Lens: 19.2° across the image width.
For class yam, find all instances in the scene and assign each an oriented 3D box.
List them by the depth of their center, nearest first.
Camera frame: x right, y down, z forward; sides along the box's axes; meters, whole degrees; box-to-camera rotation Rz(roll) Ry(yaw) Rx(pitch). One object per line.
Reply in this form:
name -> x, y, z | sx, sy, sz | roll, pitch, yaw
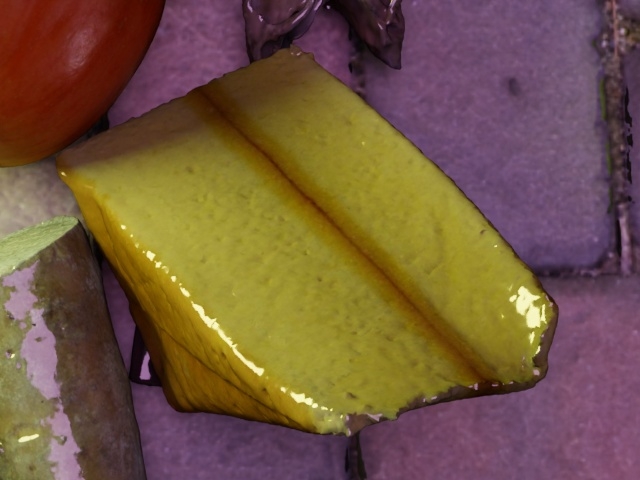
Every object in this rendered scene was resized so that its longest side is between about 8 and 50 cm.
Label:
yam -> -0.206, 0.144, 1.458 | 0.133, 0.133, 0.330 | -14, 85, -10

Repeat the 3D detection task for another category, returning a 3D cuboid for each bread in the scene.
bread -> 0.000, 0.000, 1.356 | 0.233, 0.361, 0.245 | -27, 101, -19

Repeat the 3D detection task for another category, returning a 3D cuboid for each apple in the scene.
apple -> -0.248, -0.182, 1.450 | 0.242, 0.242, 0.241 | 26, 84, -2

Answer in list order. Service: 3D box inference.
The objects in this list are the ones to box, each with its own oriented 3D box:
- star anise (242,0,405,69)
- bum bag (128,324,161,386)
star anise -> -0.006, -0.289, 1.564 | 0.331, 0.117, 0.332 | 1, 84, -10
bum bag -> -0.073, 0.075, 1.538 | 0.159, 0.026, 0.109 | 11, 79, -11
